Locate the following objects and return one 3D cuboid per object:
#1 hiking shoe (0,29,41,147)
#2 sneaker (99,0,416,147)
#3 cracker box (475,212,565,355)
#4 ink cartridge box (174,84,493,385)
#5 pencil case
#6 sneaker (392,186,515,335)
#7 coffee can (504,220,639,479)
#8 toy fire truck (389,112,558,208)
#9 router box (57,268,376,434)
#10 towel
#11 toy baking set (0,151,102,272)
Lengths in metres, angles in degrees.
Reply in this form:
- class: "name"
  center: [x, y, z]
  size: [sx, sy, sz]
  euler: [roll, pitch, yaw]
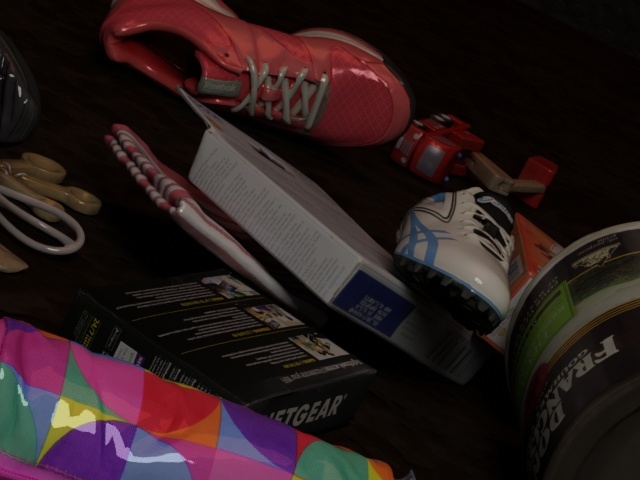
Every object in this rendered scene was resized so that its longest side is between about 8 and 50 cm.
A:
- class: "hiking shoe"
  center: [-0.248, -0.130, 1.365]
  size: [0.114, 0.086, 0.227]
  euler: [15, 18, -48]
- class: "sneaker"
  center: [-0.067, -0.149, 1.795]
  size: [0.313, 0.116, 0.136]
  euler: [20, 26, 3]
- class: "cracker box"
  center: [0.223, 0.090, 1.450]
  size: [0.232, 0.067, 0.156]
  euler: [38, 15, -10]
- class: "ink cartridge box"
  center: [0.000, 0.000, 1.388]
  size: [0.224, 0.045, 0.223]
  euler: [44, 6, 35]
- class: "pencil case"
  center: [-0.072, 0.120, 0.950]
  size: [0.236, 0.104, 0.104]
  euler: [22, 17, -11]
- class: "sneaker"
  center: [0.102, 0.004, 1.343]
  size: [0.085, 0.086, 0.237]
  euler: [41, 6, -9]
- class: "coffee can"
  center: [0.225, 0.122, 1.204]
  size: [0.201, 0.202, 0.275]
  euler: [25, 16, -6]
- class: "toy fire truck"
  center: [0.163, -0.080, 1.988]
  size: [0.135, 0.047, 0.192]
  euler: [32, 18, 16]
- class: "router box"
  center: [-0.062, 0.074, 1.188]
  size: [0.133, 0.046, 0.179]
  euler: [32, 17, 22]
- class: "towel"
  center: [-0.076, -0.015, 1.363]
  size: [0.144, 0.029, 0.197]
  euler: [38, 3, -28]
- class: "toy baking set"
  center: [-0.247, -0.054, 1.327]
  size: [0.196, 0.030, 0.256]
  euler: [25, 16, -6]
